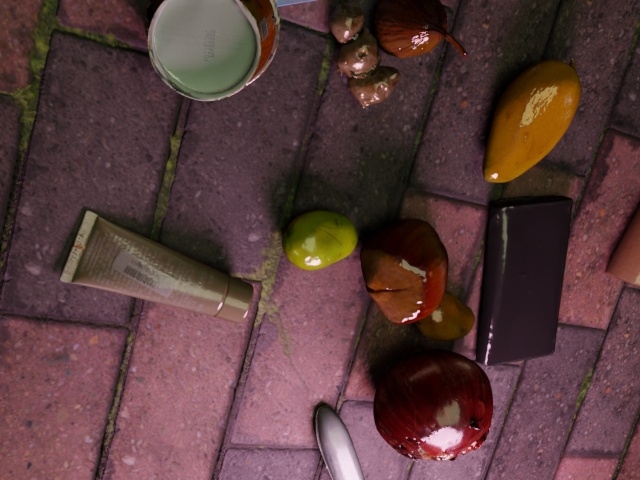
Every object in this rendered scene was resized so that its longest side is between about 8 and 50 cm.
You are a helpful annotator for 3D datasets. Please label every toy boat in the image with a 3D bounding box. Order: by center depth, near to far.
[{"bbox_3d":[0.043,0.489,1.624,0.078,0.085,0.261,-24,104,-17],"label":"toy boat"}]

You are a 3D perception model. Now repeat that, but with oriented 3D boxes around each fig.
[{"bbox_3d":[0.188,-0.396,1.333,0.146,0.201,0.134,-26,125,-9],"label":"fig"}]

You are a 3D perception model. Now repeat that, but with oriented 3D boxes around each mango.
[{"bbox_3d":[-0.002,-0.006,1.437,0.163,0.089,0.117,-23,107,-30],"label":"mango"},{"bbox_3d":[0.453,-0.260,1.544,0.176,0.119,0.317,23,101,-37],"label":"mango"},{"bbox_3d":[0.276,0.175,1.621,0.165,0.089,0.115,37,79,-33],"label":"mango"}]

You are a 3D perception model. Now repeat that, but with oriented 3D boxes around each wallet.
[{"bbox_3d":[0.484,0.098,1.707,0.228,0.062,0.406,-6,110,-24],"label":"wallet"}]

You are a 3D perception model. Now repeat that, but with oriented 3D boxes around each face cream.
[{"bbox_3d":[-0.293,0.066,1.331,0.341,0.084,0.137,21,95,-20],"label":"face cream"}]

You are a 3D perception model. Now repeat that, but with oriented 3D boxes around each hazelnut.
[{"bbox_3d":[0.180,0.061,1.502,0.181,0.181,0.212,-9,112,8],"label":"hazelnut"}]

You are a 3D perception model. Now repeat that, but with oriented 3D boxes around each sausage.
[{"bbox_3d":[0.829,-0.005,1.799,0.123,0.123,0.253,22,95,-29],"label":"sausage"}]

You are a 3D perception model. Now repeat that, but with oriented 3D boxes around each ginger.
[{"bbox_3d":[0.075,-0.353,1.354,0.104,0.080,0.204,-22,119,19],"label":"ginger"}]

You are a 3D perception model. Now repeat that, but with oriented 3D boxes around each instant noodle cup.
[{"bbox_3d":[-0.179,-0.330,1.153,0.230,0.182,0.230,-2,116,-3],"label":"instant noodle cup"}]

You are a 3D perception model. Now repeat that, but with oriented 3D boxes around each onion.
[{"bbox_3d":[0.248,0.363,1.585,0.276,0.276,0.276,-8,109,-23],"label":"onion"}]

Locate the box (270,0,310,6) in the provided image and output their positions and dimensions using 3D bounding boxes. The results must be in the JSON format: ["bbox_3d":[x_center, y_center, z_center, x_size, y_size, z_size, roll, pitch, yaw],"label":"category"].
[{"bbox_3d":[-0.006,-0.504,1.271,0.232,0.083,0.143,-16,112,-19],"label":"box"}]
